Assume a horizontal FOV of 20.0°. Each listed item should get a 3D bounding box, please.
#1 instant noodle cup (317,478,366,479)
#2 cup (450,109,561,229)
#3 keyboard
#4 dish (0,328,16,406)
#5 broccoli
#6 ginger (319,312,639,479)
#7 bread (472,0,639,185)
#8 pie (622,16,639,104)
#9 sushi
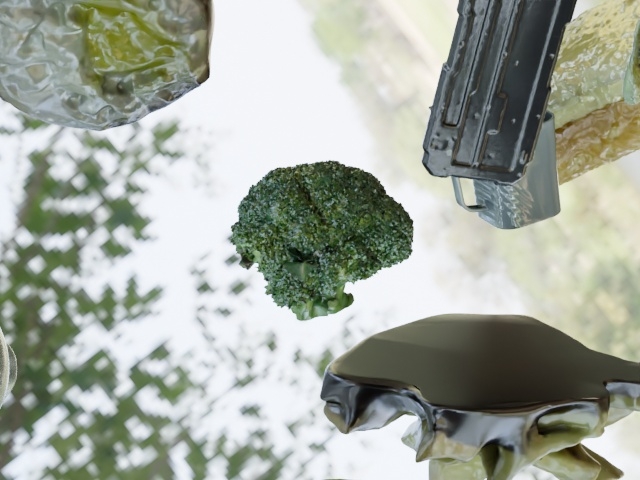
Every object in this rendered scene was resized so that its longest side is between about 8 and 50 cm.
[{"bbox_3d":[-0.002,0.410,1.839,0.311,0.311,0.221,53,159,5],"label":"instant noodle cup"},{"bbox_3d":[0.209,-0.085,2.105,0.095,0.128,0.129,-145,41,-61],"label":"cup"},{"bbox_3d":[0.160,-0.169,1.586,0.106,0.262,0.016,6,-153,-13],"label":"keyboard"},{"bbox_3d":[-0.391,0.133,1.868,0.224,0.246,0.078,-6,-164,-41],"label":"dish"},{"bbox_3d":[0.000,0.000,1.801,0.195,0.195,0.156,-101,9,-76],"label":"broccoli"},{"bbox_3d":[0.211,0.227,2.084,0.413,0.211,0.358,-11,-163,-41],"label":"ginger"},{"bbox_3d":[0.351,-0.204,2.373,0.165,0.375,0.236,45,-131,-20],"label":"bread"},{"bbox_3d":[0.283,-0.163,1.599,0.017,0.085,0.085,12,175,16],"label":"pie"},{"bbox_3d":[-0.279,-0.315,2.029,0.299,0.281,0.294,82,170,-49],"label":"sushi"}]
